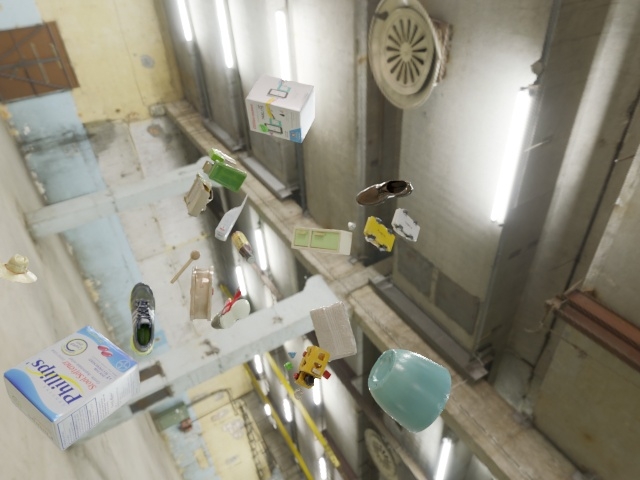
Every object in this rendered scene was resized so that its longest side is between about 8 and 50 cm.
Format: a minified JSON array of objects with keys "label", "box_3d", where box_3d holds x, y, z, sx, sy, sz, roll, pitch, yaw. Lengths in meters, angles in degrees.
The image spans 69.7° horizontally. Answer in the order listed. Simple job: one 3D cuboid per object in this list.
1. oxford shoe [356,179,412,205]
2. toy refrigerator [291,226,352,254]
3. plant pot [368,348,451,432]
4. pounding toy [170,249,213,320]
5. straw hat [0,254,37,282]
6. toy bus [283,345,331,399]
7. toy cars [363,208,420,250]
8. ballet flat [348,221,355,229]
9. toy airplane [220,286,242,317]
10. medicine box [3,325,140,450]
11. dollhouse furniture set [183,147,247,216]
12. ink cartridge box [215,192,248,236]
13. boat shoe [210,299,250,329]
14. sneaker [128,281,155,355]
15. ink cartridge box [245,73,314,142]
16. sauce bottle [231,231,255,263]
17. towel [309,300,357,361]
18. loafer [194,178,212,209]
[{"label":"oxford shoe","box_3d":[0.245,-0.198,1.825,0.096,0.227,0.082,25,50,-70]},{"label":"toy refrigerator","box_3d":[0.000,0.000,2.055,0.270,0.094,0.102,6,-92,37]},{"label":"plant pot","box_3d":[0.336,0.579,1.853,0.235,0.293,0.293,34,-22,-9]},{"label":"pounding toy","box_3d":[-0.482,0.171,1.734,0.154,0.155,0.269,171,-79,-76]},{"label":"straw hat","box_3d":[-0.974,0.079,1.480,0.144,0.145,0.061,31,-85,54]},{"label":"toy bus","box_3d":[-0.036,0.546,1.940,0.104,0.191,0.202,-27,-99,60]},{"label":"toy cars","box_3d":[0.318,-0.050,2.127,0.087,0.394,0.176,-1,-78,46]},{"label":"ballet flat","box_3d":[0.167,-0.081,2.508,0.114,0.041,0.041,-62,133,-81]},{"label":"toy airplane","box_3d":[-0.359,0.250,1.862,0.028,0.151,0.151,35,-20,-12]},{"label":"medicine box","box_3d":[-0.782,0.457,1.469,0.264,0.289,0.149,28,-54,22]},{"label":"dollhouse furniture set","box_3d":[-0.501,-0.247,2.159,0.301,0.151,0.197,-56,-146,16]},{"label":"ink cartridge box","box_3d":[-0.314,-0.092,1.623,0.045,0.179,0.145,25,-12,-9]},{"label":"boat shoe","box_3d":[-0.487,0.403,2.515,0.091,0.305,0.109,-17,-85,22]},{"label":"sneaker","box_3d":[-0.721,0.316,1.885,0.121,0.111,0.299,-30,-114,59]},{"label":"ink cartridge box","box_3d":[-0.185,-0.627,2.183,0.270,0.197,0.198,16,-32,11]},{"label":"sauce bottle","box_3d":[-0.223,0.021,1.342,0.128,0.042,0.042,47,-31,46]},{"label":"towel","box_3d":[0.066,0.466,2.343,0.049,0.187,0.282,-28,100,-83]},{"label":"loafer","box_3d":[-0.605,-0.227,2.384,0.268,0.092,0.101,119,-32,-66]}]
